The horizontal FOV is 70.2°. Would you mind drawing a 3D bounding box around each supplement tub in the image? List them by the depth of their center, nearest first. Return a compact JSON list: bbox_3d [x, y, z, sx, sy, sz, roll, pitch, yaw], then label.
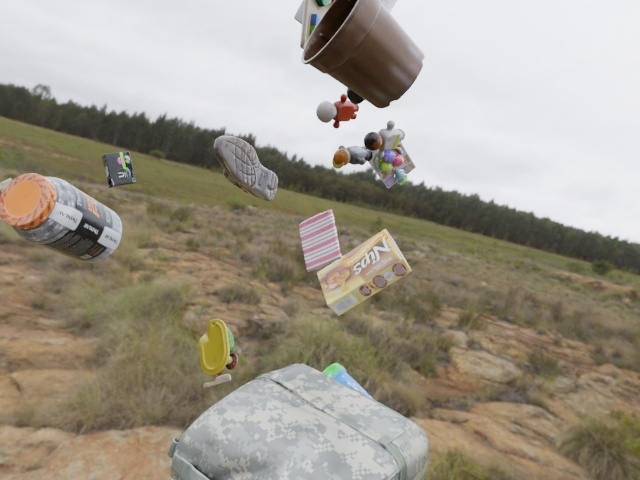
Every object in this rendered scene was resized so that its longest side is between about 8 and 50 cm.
[{"bbox_3d":[-0.751,-0.061,1.336,0.193,0.193,0.316,20,-13,15],"label":"supplement tub"}]

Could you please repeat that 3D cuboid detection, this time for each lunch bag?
[{"bbox_3d":[-0.035,0.339,0.662,0.305,0.212,0.256,20,12,34],"label":"lunch bag"}]

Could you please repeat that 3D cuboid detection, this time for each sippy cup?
[{"bbox_3d":[0.077,0.549,1.442,0.224,0.240,0.305,30,20,25],"label":"sippy cup"}]

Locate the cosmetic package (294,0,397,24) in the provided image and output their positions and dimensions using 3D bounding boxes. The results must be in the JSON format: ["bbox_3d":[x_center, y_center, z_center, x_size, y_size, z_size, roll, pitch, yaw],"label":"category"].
[{"bbox_3d":[0.142,-0.841,1.450,0.230,0.453,0.161,40,24,9],"label":"cosmetic package"}]

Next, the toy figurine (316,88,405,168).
[{"bbox_3d":[0.106,-0.316,1.247,0.148,0.209,0.213,-16,3,-41],"label":"toy figurine"}]

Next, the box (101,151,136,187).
[{"bbox_3d":[-0.522,-0.183,1.179,0.062,0.083,0.052,-16,10,-34],"label":"box"}]

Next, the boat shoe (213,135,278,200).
[{"bbox_3d":[-0.276,-0.236,1.570,0.130,0.132,0.355,8,-20,24],"label":"boat shoe"}]

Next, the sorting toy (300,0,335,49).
[{"bbox_3d":[0.018,-0.570,1.158,0.038,0.193,0.208,13,13,27],"label":"sorting toy"}]

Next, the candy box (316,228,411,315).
[{"bbox_3d":[0.153,0.116,1.670,0.087,0.316,0.183,49,13,-38],"label":"candy box"}]

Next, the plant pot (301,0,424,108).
[{"bbox_3d":[0.081,-0.329,0.795,0.165,0.167,0.167,32,-5,-26],"label":"plant pot"}]

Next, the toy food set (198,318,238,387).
[{"bbox_3d":[-0.313,0.357,1.435,0.071,0.128,0.218,30,37,-48],"label":"toy food set"}]

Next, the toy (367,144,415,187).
[{"bbox_3d":[0.268,-0.285,1.686,0.237,0.137,0.056,40,16,-51],"label":"toy"}]

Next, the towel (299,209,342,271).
[{"bbox_3d":[0.000,0.000,1.617,0.144,0.197,0.029,-23,-27,26],"label":"towel"}]

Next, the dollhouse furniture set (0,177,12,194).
[{"bbox_3d":[-0.991,-0.092,1.394,0.182,0.161,0.101,-13,-68,55],"label":"dollhouse furniture set"}]
